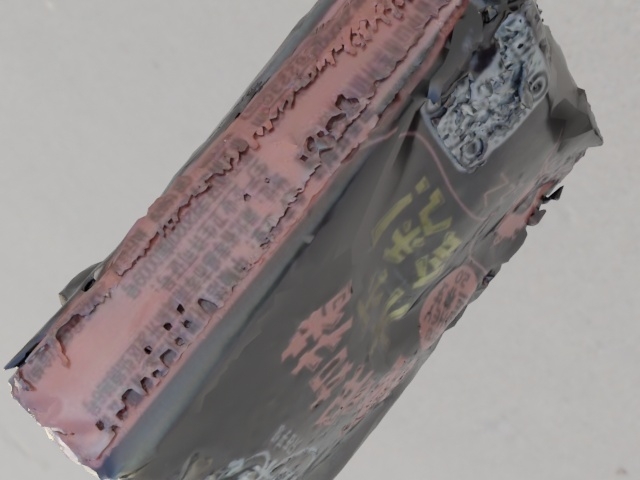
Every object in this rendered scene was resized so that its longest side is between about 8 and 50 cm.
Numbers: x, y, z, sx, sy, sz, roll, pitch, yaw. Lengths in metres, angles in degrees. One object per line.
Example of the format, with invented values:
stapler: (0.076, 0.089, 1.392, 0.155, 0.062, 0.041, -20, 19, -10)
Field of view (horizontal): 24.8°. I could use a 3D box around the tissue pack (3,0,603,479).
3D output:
tissue pack: (0.000, 0.000, 0.781, 0.123, 0.332, 0.245, 37, 175, 28)
